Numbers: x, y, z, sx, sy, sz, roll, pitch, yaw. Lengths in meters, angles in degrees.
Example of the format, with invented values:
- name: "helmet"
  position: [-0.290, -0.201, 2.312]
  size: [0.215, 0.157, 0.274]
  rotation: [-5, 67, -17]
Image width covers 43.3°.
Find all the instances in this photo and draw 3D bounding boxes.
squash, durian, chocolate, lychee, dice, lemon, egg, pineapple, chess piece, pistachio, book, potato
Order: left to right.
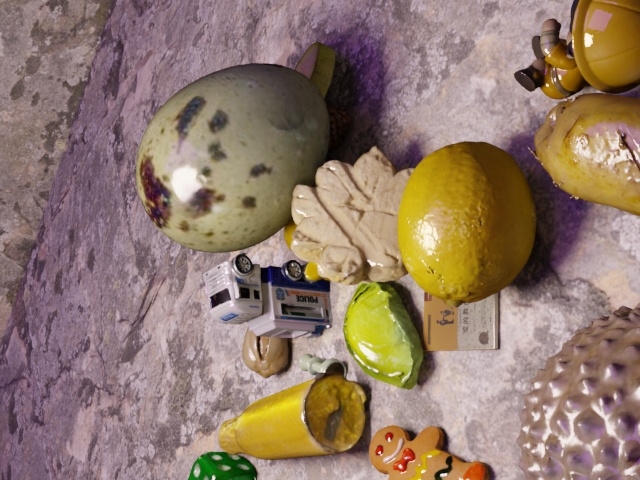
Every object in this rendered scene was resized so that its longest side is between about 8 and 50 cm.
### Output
- name: "dice"
  position: [-0.232, 0.571, 1.880]
  size: [0.120, 0.128, 0.131]
  rotation: [27, 103, 52]
- name: "egg"
  position: [-0.172, -0.172, 1.634]
  size: [0.428, 0.345, 0.345]
  rotation: [-48, 41, -3]
- name: "pistachio"
  position: [-0.123, 0.238, 1.850]
  size: [0.113, 0.113, 0.149]
  rotation: [-27, 46, 46]
- name: "chocolate"
  position: [-0.084, 0.387, 1.727]
  size: [0.445, 0.162, 0.162]
  rotation: [-27, 61, 52]
- name: "squash"
  position: [-0.043, -0.335, 1.856]
  size: [0.252, 0.048, 0.252]
  rotation: [-56, 20, 33]
- name: "chess piece"
  position: [-0.007, 0.270, 1.731]
  size: [0.149, 0.059, 0.059]
  rotation: [9, 89, 59]
- name: "pineapple"
  position: [-0.002, -0.215, 1.801]
  size: [0.083, 0.103, 0.221]
  rotation: [-89, 23, -69]
- name: "durian"
  position: [0.116, 0.177, 1.558]
  size: [0.139, 0.101, 0.250]
  rotation: [-34, 50, 8]
- name: "book"
  position: [0.251, 0.140, 1.460]
  size: [0.172, 0.012, 0.118]
  rotation: [-12, 72, 50]
- name: "lemon"
  position: [0.241, -0.031, 1.340]
  size: [0.236, 0.236, 0.263]
  rotation: [-8, 97, 51]
- name: "potato"
  position: [0.437, -0.129, 1.178]
  size: [0.300, 0.140, 0.173]
  rotation: [30, 148, 49]
- name: "lychee"
  position: [0.430, 0.252, 0.922]
  size: [0.432, 0.380, 0.381]
  rotation: [148, 123, -62]

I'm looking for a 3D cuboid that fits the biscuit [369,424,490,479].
- name: "biscuit"
  position: [0.172, 0.407, 1.432]
  size: [0.165, 0.036, 0.250]
  rotation: [-53, 39, -7]

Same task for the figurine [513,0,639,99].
- name: "figurine"
  position: [0.429, -0.299, 1.221]
  size: [0.167, 0.192, 0.257]
  rotation: [53, 159, 1]

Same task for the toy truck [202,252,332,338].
- name: "toy truck"
  position: [-0.111, 0.126, 1.720]
  size: [0.124, 0.267, 0.155]
  rotation: [-29, 62, 46]

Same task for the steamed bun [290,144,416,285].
- name: "steamed bun"
  position: [0.091, -0.032, 1.544]
  size: [0.137, 0.292, 0.296]
  rotation: [83, -170, -58]

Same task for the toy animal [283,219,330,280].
- name: "toy animal"
  position: [0.005, 0.000, 1.697]
  size: [0.156, 0.156, 0.230]
  rotation: [-60, 38, 23]
